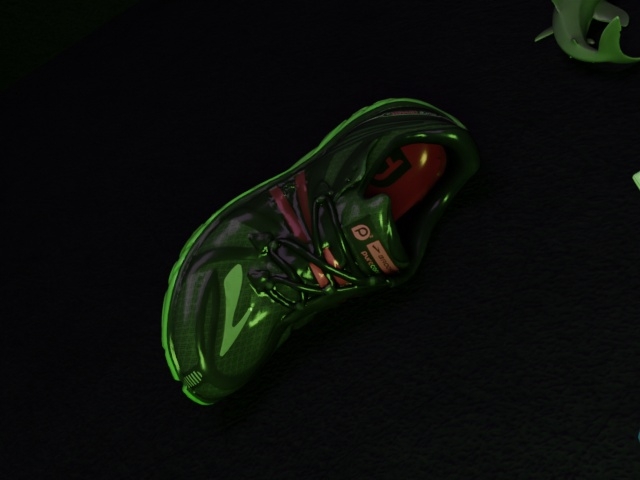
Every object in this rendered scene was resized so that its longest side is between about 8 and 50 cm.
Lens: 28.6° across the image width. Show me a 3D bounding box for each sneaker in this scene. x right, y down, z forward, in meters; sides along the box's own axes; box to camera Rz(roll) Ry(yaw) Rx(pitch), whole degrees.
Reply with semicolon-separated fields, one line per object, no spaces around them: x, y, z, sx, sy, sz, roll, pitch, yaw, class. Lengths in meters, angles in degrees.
0.000;0.000;1.505;0.483;0.185;0.202;-46;26;-13;sneaker

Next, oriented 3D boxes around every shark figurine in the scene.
0.333;-0.301;1.647;0.166;0.116;0.278;-25;29;25;shark figurine

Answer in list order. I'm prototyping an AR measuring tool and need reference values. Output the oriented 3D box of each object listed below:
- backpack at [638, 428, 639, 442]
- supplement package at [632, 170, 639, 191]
0.305;0.172;0.974;0.098;0.120;0.101;9;53;52;backpack
0.405;0.021;0.974;0.204;0.145;0.262;-31;51;12;supplement package
